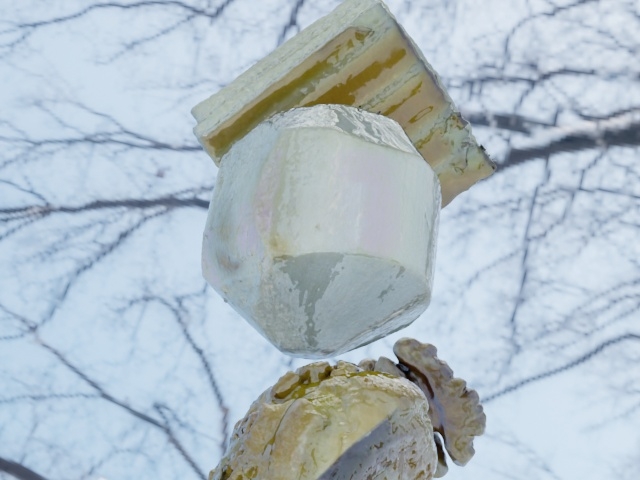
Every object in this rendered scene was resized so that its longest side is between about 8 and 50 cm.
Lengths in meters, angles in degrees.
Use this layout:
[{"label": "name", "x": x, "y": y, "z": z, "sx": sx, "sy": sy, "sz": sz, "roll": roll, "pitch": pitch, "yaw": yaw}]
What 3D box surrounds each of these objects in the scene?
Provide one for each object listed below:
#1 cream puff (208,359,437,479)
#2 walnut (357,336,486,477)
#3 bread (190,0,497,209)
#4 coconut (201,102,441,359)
[{"label": "cream puff", "x": -0.007, "y": 0.171, "z": 1.058, "sx": 0.189, "sy": 0.129, "sz": 0.189, "roll": -32, "pitch": -47, "yaw": -42}, {"label": "walnut", "x": 0.120, "y": 0.193, "z": 1.752, "sx": 0.170, "sy": 0.143, "sz": 0.069, "roll": 58, "pitch": -158, "yaw": -6}, {"label": "bread", "x": 0.031, "y": -0.105, "z": 1.544, "sx": 0.246, "sy": 0.111, "sz": 0.239, "roll": -37, "pitch": -63, "yaw": 4}, {"label": "coconut", "x": 0.003, "y": -0.001, "z": 1.370, "sx": 0.241, "sy": 0.241, "sz": 0.241, "roll": -15, "pitch": -68, "yaw": -42}]
